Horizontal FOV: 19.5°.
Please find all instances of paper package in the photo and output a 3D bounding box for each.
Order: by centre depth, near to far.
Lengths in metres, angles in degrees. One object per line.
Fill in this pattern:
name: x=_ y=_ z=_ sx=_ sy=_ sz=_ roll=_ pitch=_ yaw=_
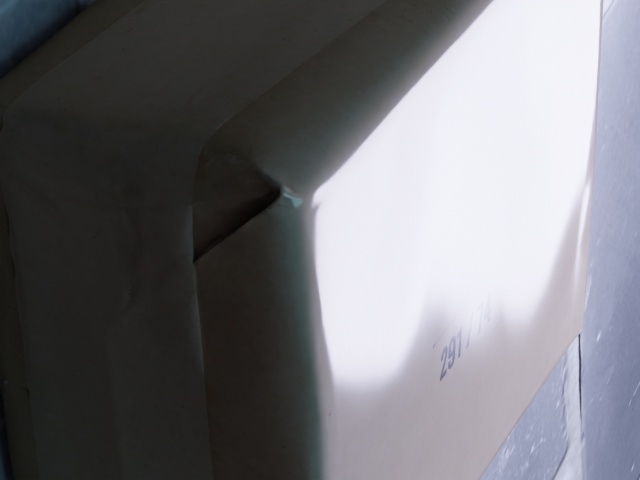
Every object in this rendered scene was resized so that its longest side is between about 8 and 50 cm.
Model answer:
paper package: x=0.000 y=0.000 z=0.885 sx=0.325 sy=0.168 sz=0.309 roll=-47 pitch=146 yaw=-45
